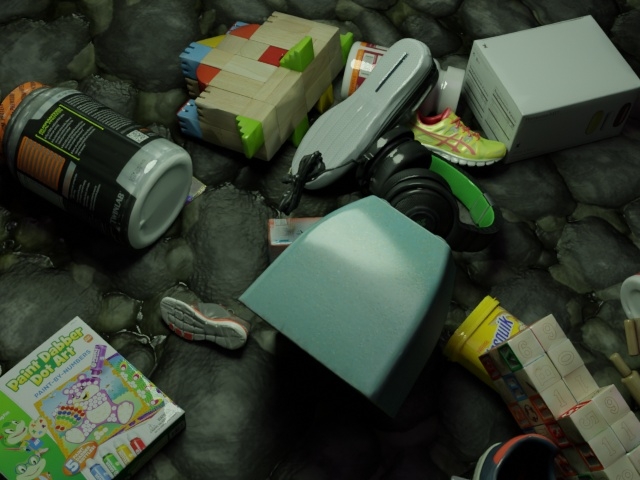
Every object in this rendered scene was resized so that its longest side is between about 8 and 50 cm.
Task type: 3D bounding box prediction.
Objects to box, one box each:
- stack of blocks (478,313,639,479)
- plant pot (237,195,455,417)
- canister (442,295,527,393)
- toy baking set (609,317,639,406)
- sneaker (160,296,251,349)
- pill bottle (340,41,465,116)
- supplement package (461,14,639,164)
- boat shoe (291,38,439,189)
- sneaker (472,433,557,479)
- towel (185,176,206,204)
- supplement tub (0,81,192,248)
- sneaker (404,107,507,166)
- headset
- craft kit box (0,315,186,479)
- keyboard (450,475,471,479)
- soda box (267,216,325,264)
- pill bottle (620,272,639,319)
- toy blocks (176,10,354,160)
[{"bbox_3d":[0.366,0.261,1.406,0.087,0.171,0.297,-28,80,-18],"label":"stack of blocks"},{"bbox_3d":[0.071,0.082,1.462,0.247,0.247,0.252,35,84,18],"label":"plant pot"},{"bbox_3d":[0.303,0.185,1.568,0.170,0.073,0.126,37,61,17],"label":"canister"},{"bbox_3d":[0.585,0.215,1.548,0.196,0.030,0.256,-32,89,-8],"label":"toy baking set"},{"bbox_3d":[-0.185,0.128,1.586,0.157,0.061,0.065,22,29,10],"label":"sneaker"},{"bbox_3d":[0.158,-0.301,1.867,0.221,0.121,0.121,14,55,5],"label":"pill bottle"},{"bbox_3d":[0.439,-0.292,1.872,0.261,0.145,0.204,-15,58,-15],"label":"supplement package"},{"bbox_3d":[0.094,-0.208,1.761,0.335,0.119,0.121,-44,51,9],"label":"boat shoe"},{"bbox_3d":[0.263,0.424,1.336,0.131,0.148,0.350,18,55,-10],"label":"sneaker"},{"bbox_3d":[-0.254,-0.089,1.749,0.060,0.009,0.083,40,61,20],"label":"towel"},{"bbox_3d":[-0.392,-0.136,1.658,0.316,0.194,0.193,30,58,14],"label":"supplement tub"},{"bbox_3d":[0.247,-0.196,1.804,0.208,0.094,0.081,11,20,2],"label":"sneaker"},{"bbox_3d":[0.127,-0.072,1.658,0.394,0.185,0.243,15,33,-32],"label":"headset"},{"bbox_3d":[-0.375,0.273,1.459,0.246,0.061,0.250,35,59,21],"label":"craft kit box"},{"bbox_3d":[0.204,0.465,1.401,0.072,0.014,0.256,10,54,8],"label":"keyboard"},{"bbox_3d":[0.000,0.000,1.676,0.183,0.063,0.058,-2,54,-6],"label":"soda box"},{"bbox_3d":[0.611,0.081,1.647,0.180,0.108,0.108,-21,59,-19],"label":"pill bottle"},{"bbox_3d":[-0.141,-0.309,1.835,0.260,0.191,0.381,19,54,22],"label":"toy blocks"}]
